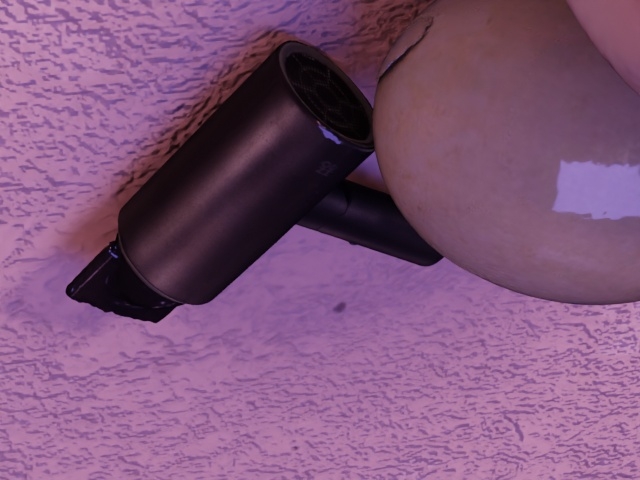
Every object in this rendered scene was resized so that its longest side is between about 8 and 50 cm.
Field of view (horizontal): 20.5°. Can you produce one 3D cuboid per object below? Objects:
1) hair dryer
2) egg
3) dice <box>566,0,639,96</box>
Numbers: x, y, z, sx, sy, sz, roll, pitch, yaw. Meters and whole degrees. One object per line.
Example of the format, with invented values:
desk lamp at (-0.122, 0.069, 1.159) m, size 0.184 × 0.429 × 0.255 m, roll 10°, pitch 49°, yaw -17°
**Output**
hair dryer at (0.000, 0.000, 1.048) m, size 0.248 × 0.078 × 0.195 m, roll 19°, pitch 128°, yaw -44°
egg at (0.145, -0.058, 0.942) m, size 0.253 × 0.186 × 0.186 m, roll 9°, pitch 132°, yaw -28°
dice at (0.296, -0.195, 0.789) m, size 0.304 × 0.277 × 0.304 m, roll 9°, pitch 133°, yaw -28°
